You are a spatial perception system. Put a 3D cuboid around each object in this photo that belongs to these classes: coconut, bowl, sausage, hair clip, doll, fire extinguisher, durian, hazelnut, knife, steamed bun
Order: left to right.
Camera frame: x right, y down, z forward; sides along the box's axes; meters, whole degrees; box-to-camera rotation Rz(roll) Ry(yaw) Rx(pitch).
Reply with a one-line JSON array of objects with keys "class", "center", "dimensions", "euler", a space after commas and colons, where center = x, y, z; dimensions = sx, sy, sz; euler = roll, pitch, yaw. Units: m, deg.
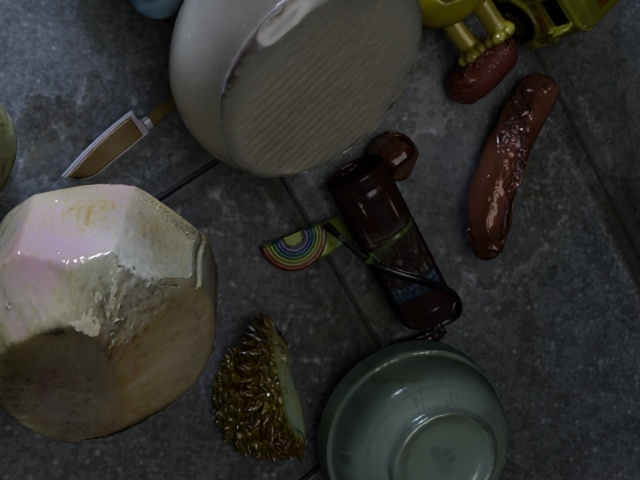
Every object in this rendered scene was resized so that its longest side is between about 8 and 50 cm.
[{"class": "coconut", "center": [-0.299, 0.087, 1.689], "dimensions": [0.353, 0.352, 0.352], "euler": [-2, 94, -24]}, {"class": "knife", "center": [-0.271, -0.166, 1.823], "dimensions": [0.256, 0.022, 0.046], "euler": [-40, 128, -13]}, {"class": "durian", "center": [-0.087, 0.237, 1.907], "dimensions": [0.139, 0.144, 0.252], "euler": [-24, 98, -59]}, {"class": "steamed bun", "center": [-0.052, -0.280, 1.770], "dimensions": [0.374, 0.241, 0.374], "euler": [-31, 146, -24]}, {"class": "hair clip", "center": [0.000, 0.000, 1.949], "dimensions": [0.188, 0.033, 0.060], "euler": [-24, 105, -20]}, {"class": "hazelnut", "center": [0.111, -0.131, 1.969], "dimensions": [0.086, 0.086, 0.086], "euler": [-2, 94, -24]}, {"class": "fire extinguisher", "center": [0.115, 0.039, 1.959], "dimensions": [0.141, 0.105, 0.341], "euler": [-25, 112, 8]}, {"class": "bowl", "center": [0.161, 0.318, 1.946], "dimensions": [0.307, 0.163, 0.307], "euler": [-4, 104, -18]}, {"class": "doll", "center": [0.163, -0.445, 1.923], "dimensions": [0.199, 0.145, 0.363], "euler": [-31, 106, 25]}, {"class": "sausage", "center": [0.263, -0.277, 2.024], "dimensions": [0.141, 0.076, 0.076], "euler": [-46, 109, -18]}, {"class": "sausage", "center": [0.304, -0.126, 2.050], "dimensions": [0.087, 0.079, 0.326], "euler": [23, 83, -8]}]

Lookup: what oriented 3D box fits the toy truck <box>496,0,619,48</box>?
[{"class": "toy truck", "center": [0.321, -0.503, 1.945], "dimensions": [0.180, 0.254, 0.405], "euler": [-44, 112, -20]}]

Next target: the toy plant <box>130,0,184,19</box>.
[{"class": "toy plant", "center": [-0.249, -0.466, 1.710], "dimensions": [0.247, 0.247, 0.332], "euler": [-15, 101, -22]}]

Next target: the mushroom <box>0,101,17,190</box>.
[{"class": "mushroom", "center": [-0.520, -0.140, 1.640], "dimensions": [0.267, 0.164, 0.189], "euler": [25, 85, -23]}]
